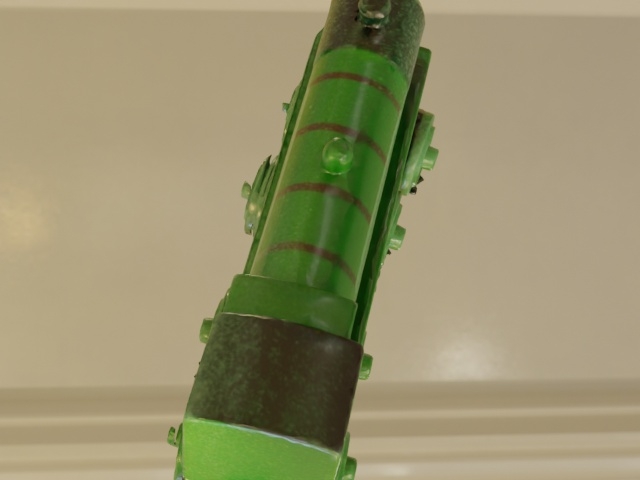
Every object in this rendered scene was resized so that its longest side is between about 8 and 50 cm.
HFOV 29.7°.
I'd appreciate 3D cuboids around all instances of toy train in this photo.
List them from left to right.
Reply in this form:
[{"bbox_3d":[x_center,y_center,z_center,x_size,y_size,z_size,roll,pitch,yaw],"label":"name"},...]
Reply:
[{"bbox_3d":[0.000,0.000,0.503,0.119,0.085,0.251,100,-176,-59],"label":"toy train"}]
